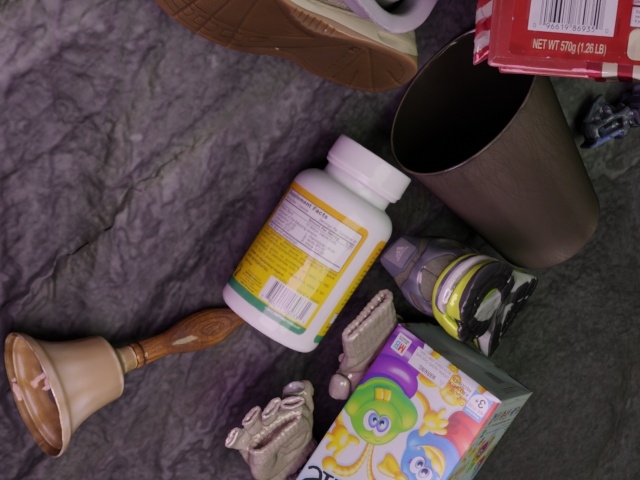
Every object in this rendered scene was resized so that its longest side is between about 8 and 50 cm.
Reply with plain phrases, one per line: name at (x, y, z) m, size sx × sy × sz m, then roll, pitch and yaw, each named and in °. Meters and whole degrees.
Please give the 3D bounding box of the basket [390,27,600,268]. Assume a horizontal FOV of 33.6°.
basket at (0.203, -0.084, 1.145) m, size 0.227 × 0.154 × 0.204 m, roll 47°, pitch 62°, yaw -40°

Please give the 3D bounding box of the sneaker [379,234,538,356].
sneaker at (0.156, 0.048, 1.170) m, size 0.111 × 0.121 × 0.300 m, roll -56°, pitch 158°, yaw -1°

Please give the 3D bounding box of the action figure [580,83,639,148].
action figure at (0.451, -0.223, 1.206) m, size 0.341 × 0.178 × 0.330 m, roll -35°, pitch 115°, yaw -11°

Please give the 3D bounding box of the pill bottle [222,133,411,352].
pill bottle at (0.000, 0.000, 1.090) m, size 0.117 × 0.117 × 0.208 m, roll 30°, pitch 96°, yaw -35°

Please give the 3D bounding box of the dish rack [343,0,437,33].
dish rack at (0.050, -0.379, 0.929) m, size 0.285 × 0.072 × 0.333 m, roll 44°, pitch 67°, yaw -36°

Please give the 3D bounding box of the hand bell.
hand bell at (-0.178, 0.113, 1.068) m, size 0.242 × 0.126 × 0.126 m, roll -19°, pitch 120°, yaw -33°

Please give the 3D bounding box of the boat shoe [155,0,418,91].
boat shoe at (-0.034, -0.234, 0.989) m, size 0.302 × 0.109 × 0.098 m, roll 17°, pitch 64°, yaw -31°

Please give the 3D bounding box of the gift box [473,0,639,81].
gift box at (0.258, -0.229, 0.907) m, size 0.255 × 0.258 × 0.276 m, roll 12°, pitch 102°, yaw 13°

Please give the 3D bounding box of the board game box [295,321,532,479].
board game box at (0.090, 0.243, 1.191) m, size 0.275 × 0.142 × 0.144 m, roll -58°, pitch 157°, yaw 10°

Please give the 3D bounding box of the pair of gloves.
pair of gloves at (0.005, 0.164, 1.160) m, size 0.240 × 0.042 × 0.204 m, roll -46°, pitch 157°, yaw -9°
